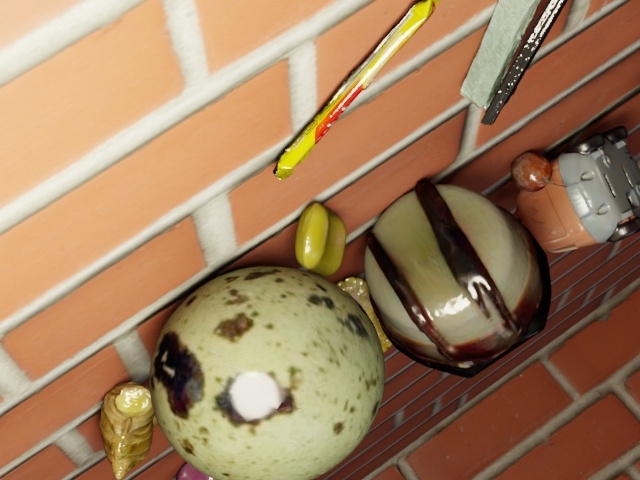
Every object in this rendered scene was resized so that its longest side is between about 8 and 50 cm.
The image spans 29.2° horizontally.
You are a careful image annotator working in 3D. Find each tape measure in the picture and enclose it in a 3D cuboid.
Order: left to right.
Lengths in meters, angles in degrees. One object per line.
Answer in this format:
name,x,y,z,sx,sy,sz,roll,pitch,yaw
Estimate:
tape measure,-0.207,0.437,2.298,0.118,0.074,0.125,-42,164,10

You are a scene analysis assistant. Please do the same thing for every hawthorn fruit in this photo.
hawthorn fruit,0.359,-0.102,2.013,0.066,0.103,0.067,-34,144,-28

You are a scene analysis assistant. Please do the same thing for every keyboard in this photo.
keyboard,0.277,-0.273,1.469,0.101,0.018,0.310,-48,168,-54

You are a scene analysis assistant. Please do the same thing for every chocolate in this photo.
chocolate,0.186,0.049,1.798,0.283,0.284,0.186,-39,160,5

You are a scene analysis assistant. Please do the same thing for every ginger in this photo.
ginger,-0.275,0.265,1.738,0.115,0.081,0.205,-45,164,-16

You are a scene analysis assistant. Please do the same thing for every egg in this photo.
egg,-0.059,0.173,1.598,0.287,0.288,0.379,-47,164,26

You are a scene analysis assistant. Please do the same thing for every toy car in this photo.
toy car,0.450,-0.072,2.138,0.212,0.181,0.270,-26,177,33

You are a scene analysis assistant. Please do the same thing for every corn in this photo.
corn,0.068,0.126,2.034,0.093,0.093,0.244,-37,158,-2

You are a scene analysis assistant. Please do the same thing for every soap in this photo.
soap,-0.001,0.000,1.630,0.045,0.089,0.140,4,171,17

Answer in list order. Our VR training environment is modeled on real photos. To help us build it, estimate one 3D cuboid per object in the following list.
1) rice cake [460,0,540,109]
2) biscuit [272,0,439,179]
rice cake,0.224,-0.246,1.496,0.042,0.045,0.245,-42,165,-30
biscuit,0.040,-0.174,1.364,0.292,0.026,0.048,-47,179,26
